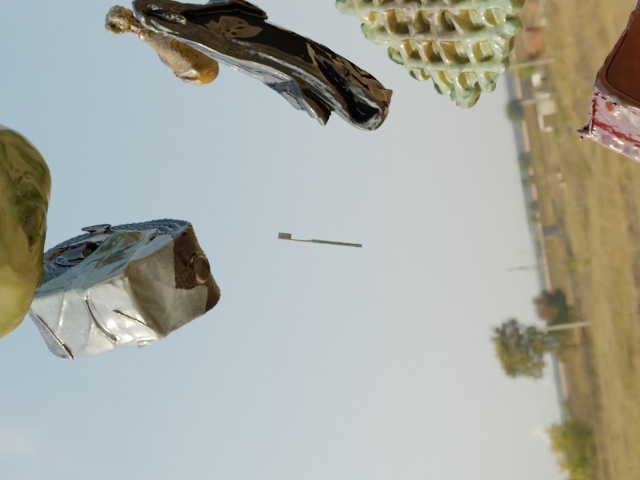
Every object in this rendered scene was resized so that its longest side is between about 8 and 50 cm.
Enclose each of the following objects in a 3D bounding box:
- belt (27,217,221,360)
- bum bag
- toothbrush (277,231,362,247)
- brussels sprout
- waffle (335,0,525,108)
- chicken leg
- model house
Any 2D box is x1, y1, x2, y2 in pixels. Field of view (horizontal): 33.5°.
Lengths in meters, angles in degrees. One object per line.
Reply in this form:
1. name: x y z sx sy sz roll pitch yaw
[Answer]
1. belt: -0.286 0.053 1.461 0.164 0.289 0.184 66 -150 -23
2. bum bag: -0.049 -0.170 0.953 0.060 0.248 0.123 -60 11 20
3. toothbrush: 0.000 0.000 1.954 0.011 0.167 0.014 -171 88 -70
4. brussels sprout: -0.408 -0.014 1.184 0.271 0.219 0.210 54 131 35
5. waffle: 0.133 -0.325 1.378 0.309 0.056 0.292 44 153 18
6. chicken leg: -0.312 -0.393 2.111 0.087 0.252 0.107 -59 7 27
7. model house: 0.383 -0.138 1.089 0.160 0.196 0.254 -63 -12 -5
